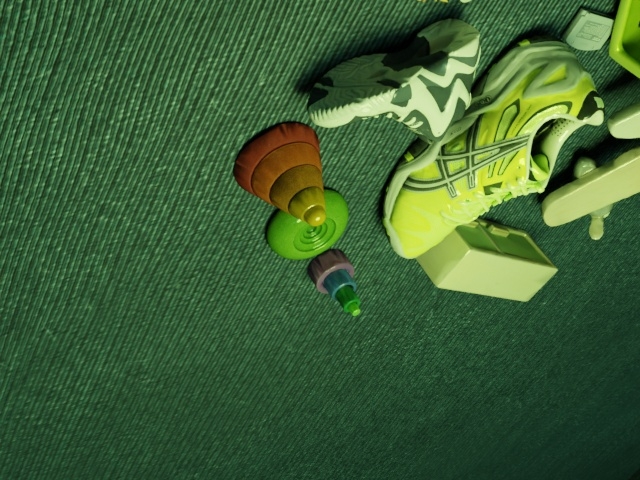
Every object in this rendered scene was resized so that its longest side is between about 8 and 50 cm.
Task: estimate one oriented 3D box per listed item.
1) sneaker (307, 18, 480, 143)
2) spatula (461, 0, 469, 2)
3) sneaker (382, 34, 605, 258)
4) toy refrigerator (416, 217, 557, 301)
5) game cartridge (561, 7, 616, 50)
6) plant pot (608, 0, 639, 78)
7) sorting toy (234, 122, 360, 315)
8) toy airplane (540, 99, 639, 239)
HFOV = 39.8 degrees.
[{"bbox_3d":[0.100,-0.165,1.112,0.235,0.094,0.153,-33,138,-18],"label":"sneaker"},{"bbox_3d":[0.190,-0.388,0.978,0.168,0.019,0.242,-35,146,5],"label":"spatula"},{"bbox_3d":[0.230,-0.104,1.245,0.145,0.147,0.384,7,131,-45],"label":"sneaker"},{"bbox_3d":[0.277,0.025,1.479,0.270,0.102,0.094,11,127,-44],"label":"toy refrigerator"},{"bbox_3d":[0.377,-0.295,1.242,0.083,0.017,0.056,2,129,-39],"label":"game cartridge"},{"bbox_3d":[0.555,-0.317,1.174,0.207,0.227,0.228,-30,146,-22],"label":"plant pot"},{"bbox_3d":[0.000,0.000,1.210,0.127,0.126,0.365,-30,145,-4],"label":"sorting toy"},{"bbox_3d":[0.596,-0.142,1.434,0.386,0.272,0.384,14,121,-2],"label":"toy airplane"}]
